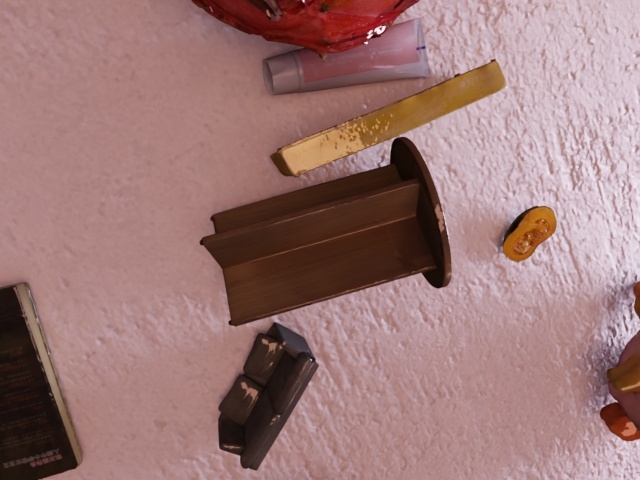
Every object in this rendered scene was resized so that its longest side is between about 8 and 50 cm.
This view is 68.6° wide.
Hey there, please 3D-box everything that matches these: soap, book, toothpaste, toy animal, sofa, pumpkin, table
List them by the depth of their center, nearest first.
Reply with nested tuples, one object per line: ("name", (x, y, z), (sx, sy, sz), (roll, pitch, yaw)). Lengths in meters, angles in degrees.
("table", (0.000, 0.000, 0.501), (0.226, 0.167, 0.167), (-15, 104, -1))
("book", (-0.373, 0.170, 0.510), (0.160, 0.024, 0.229), (-12, 103, -9))
("soap", (0.068, -0.129, 0.514), (0.251, 0.092, 0.037), (-24, 101, -7))
("toothpaste", (0.033, -0.200, 0.522), (0.194, 0.043, 0.067), (-16, 101, -15))
("sofa", (-0.069, 0.177, 0.548), (0.060, 0.085, 0.147), (29, 94, -19))
("pumpkin", (0.268, -0.012, 0.615), (0.050, 0.028, 0.083), (36, 100, -18))
("toy animal", (0.487, 0.147, 0.623), (0.195, 0.169, 0.282), (0, 102, -16))

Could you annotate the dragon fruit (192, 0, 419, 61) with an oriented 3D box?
("dragon fruit", (-0.016, -0.305, 0.373), (0.295, 0.302, 0.296), (2, 109, 7))
